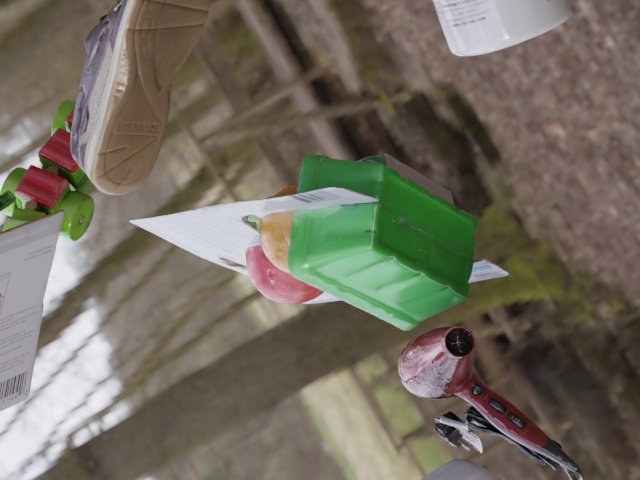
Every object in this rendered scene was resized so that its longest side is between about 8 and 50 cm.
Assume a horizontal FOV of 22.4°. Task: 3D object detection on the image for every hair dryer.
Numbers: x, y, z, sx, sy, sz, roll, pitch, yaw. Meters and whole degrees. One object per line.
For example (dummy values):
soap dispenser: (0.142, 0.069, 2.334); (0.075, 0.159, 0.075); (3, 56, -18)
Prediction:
hair dryer: (0.196, 0.178, 1.914); (0.224, 0.080, 0.293); (13, 154, 37)

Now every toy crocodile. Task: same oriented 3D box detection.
toy crocodile: (-0.328, -0.110, 2.145); (0.115, 0.340, 0.105); (23, 150, 13)

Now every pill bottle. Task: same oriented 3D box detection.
pill bottle: (0.156, -0.311, 1.616); (0.131, 0.131, 0.229); (-129, 18, -76)

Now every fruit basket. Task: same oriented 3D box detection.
fruit basket: (0.000, 0.000, 1.980); (0.353, 0.165, 0.327); (-2, 159, 45)

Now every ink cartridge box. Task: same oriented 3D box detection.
ink cartridge box: (-0.410, 0.100, 1.676); (0.066, 0.296, 0.261); (32, 123, 26)

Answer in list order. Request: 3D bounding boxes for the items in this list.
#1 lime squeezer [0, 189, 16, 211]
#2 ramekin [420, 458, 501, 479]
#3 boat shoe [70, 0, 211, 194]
lime squeezer: (-0.417, 0.001, 1.631); (0.059, 0.110, 0.310); (29, -166, 12)
ramekin: (0.170, 0.355, 1.649); (0.277, 0.135, 0.277); (50, 167, 16)
boat shoe: (-0.188, -0.190, 1.612); (0.092, 0.285, 0.103); (29, -161, 38)
